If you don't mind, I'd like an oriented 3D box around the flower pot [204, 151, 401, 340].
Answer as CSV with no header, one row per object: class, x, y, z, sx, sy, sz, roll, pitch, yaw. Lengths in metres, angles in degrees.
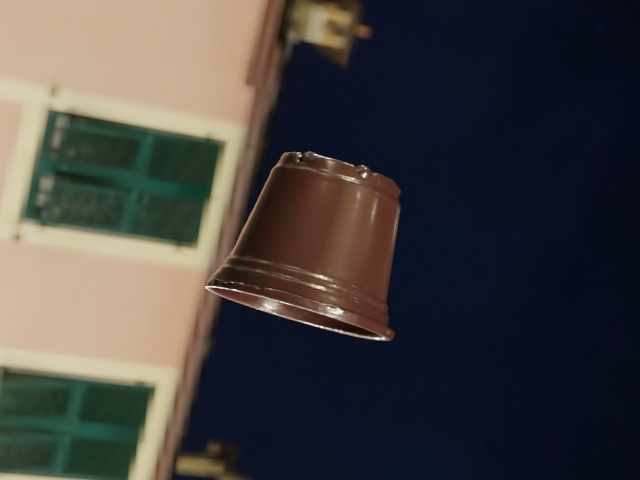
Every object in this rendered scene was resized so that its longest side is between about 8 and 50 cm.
flower pot,0.000,0.000,1.046,0.111,0.111,0.089,3,-105,62
